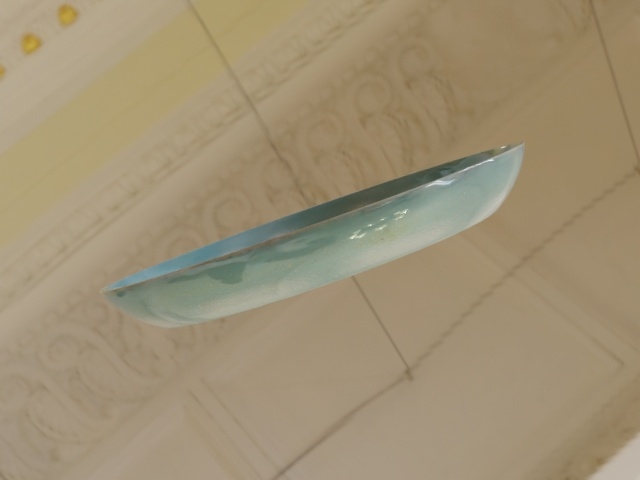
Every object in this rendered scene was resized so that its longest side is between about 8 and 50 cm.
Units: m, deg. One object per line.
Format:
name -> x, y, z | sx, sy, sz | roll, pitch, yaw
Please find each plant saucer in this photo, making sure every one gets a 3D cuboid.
plant saucer -> 0.000, 0.000, 0.965 | 0.318, 0.043, 0.317 | -20, -176, 1
